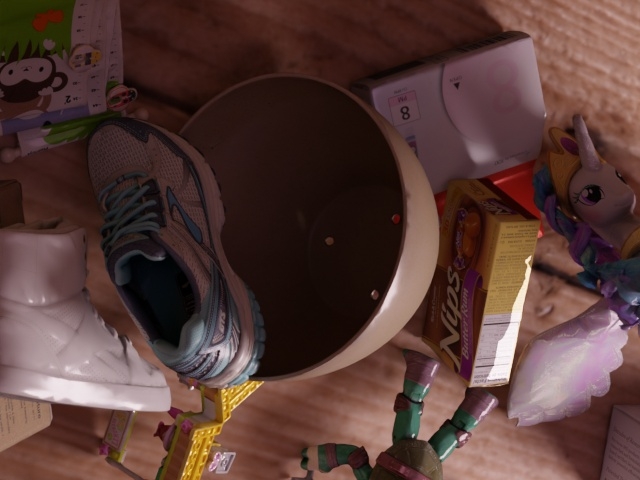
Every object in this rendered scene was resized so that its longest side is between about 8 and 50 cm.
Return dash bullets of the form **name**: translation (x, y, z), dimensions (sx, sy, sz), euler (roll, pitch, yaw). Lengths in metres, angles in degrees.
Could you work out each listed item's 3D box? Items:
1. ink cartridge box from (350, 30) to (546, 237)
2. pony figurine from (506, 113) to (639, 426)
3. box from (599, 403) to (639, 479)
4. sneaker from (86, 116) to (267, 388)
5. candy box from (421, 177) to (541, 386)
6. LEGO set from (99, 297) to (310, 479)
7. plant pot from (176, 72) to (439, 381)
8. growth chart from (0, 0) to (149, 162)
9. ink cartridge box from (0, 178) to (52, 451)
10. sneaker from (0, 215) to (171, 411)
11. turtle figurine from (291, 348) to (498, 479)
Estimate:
- **ink cartridge box**: translation (0.146, -0.079, 1.870), dimensions (0.189, 0.066, 0.232), euler (-20, 106, -19)
- **pony figurine**: translation (0.360, 0.074, 1.860), dimensions (0.303, 0.363, 0.351), euler (-31, 137, -22)
- **box**: translation (0.433, 0.262, 2.012), dimensions (0.181, 0.182, 0.119), euler (2, 104, -24)
- **sneaker**: translation (-0.145, -0.002, 1.634), dimensions (0.110, 0.283, 0.122), euler (-38, 155, 19)
- **candy box**: translation (0.161, 0.042, 1.857), dimensions (0.053, 0.109, 0.187), euler (-2, 116, -26)
- **LEGO set**: translation (-0.124, 0.159, 1.806), dimensions (0.287, 0.107, 0.132), euler (-60, 152, -5)
- **plant pot**: translation (0.000, 0.000, 1.731), dimensions (0.191, 0.284, 0.284), euler (16, 97, -58)
- **growth chart**: translation (-0.244, -0.159, 1.633), dimensions (0.172, 0.021, 0.237), euler (-22, 146, -15)
- **ink cartridge box**: translation (-0.333, 0.077, 1.606), dimensions (0.088, 0.193, 0.235), euler (-3, 99, 22)
- **sneaker**: translation (-0.216, 0.066, 1.634), dimensions (0.292, 0.108, 0.169), euler (23, 70, -64)
- **turtle figurine**: translation (0.083, 0.240, 1.894), dimensions (0.175, 0.118, 0.234), euler (35, 82, -27)
